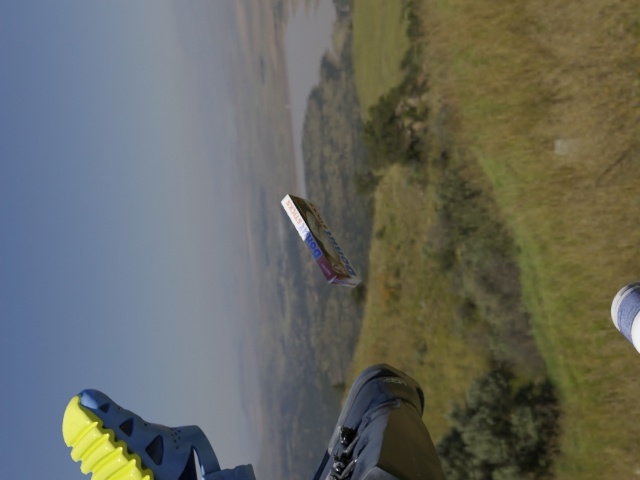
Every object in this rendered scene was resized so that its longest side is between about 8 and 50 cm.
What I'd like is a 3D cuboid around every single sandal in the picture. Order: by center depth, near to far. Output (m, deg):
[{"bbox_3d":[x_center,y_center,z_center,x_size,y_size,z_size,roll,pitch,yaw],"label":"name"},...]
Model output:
[{"bbox_3d":[-0.203,0.300,1.146,0.126,0.317,0.138,-24,26,47],"label":"sandal"}]

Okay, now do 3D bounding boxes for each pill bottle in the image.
[{"bbox_3d":[0.340,0.085,0.863,0.120,0.067,0.067,-72,-22,-78],"label":"pill bottle"}]

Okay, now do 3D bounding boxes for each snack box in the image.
[{"bbox_3d":[0.000,0.000,1.370,0.022,0.064,0.178,-47,55,23],"label":"snack box"}]

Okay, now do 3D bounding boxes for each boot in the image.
[{"bbox_3d":[0.050,0.369,1.016,0.445,0.146,0.366,-89,10,-83],"label":"boot"}]
